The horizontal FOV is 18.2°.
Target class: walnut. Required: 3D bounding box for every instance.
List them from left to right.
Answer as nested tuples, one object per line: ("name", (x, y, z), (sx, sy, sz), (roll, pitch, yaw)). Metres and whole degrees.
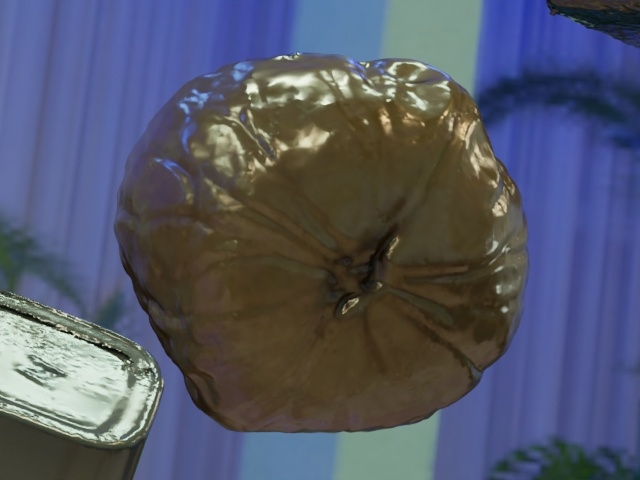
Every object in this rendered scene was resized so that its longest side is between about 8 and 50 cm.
("walnut", (0.000, 0.000, 1.056), (0.228, 0.228, 0.228), (6, -9, 1))

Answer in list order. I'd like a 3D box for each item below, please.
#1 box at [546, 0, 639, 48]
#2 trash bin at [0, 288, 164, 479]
("box", (0.424, -0.216, 1.798), (0.359, 0.091, 0.350), (10, -5, -44))
("trash bin", (-0.232, 0.187, 1.397), (0.219, 0.250, 0.220), (21, 23, -5))
